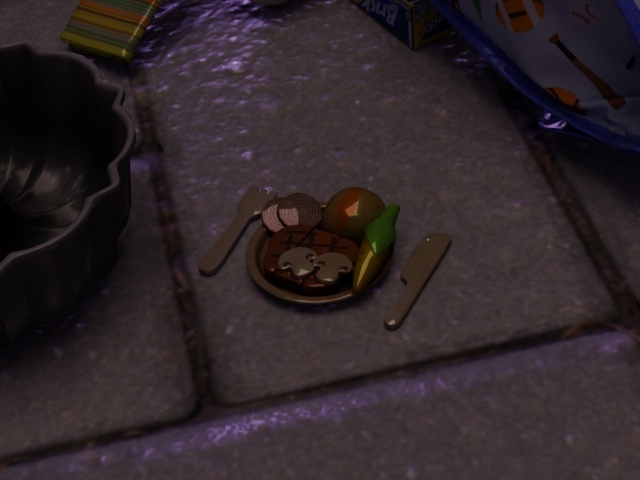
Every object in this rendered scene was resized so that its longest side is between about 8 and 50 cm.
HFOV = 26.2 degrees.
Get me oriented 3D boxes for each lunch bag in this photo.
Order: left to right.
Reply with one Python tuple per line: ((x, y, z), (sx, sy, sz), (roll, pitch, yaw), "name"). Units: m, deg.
((0.294, -0.263, 1.237), (0.327, 0.239, 0.385), (-28, 59, -24), "lunch bag")

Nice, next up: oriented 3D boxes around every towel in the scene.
((-0.171, -0.288, 1.400), (0.102, 0.021, 0.237), (22, 77, 36), "towel")

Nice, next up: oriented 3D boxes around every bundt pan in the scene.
((-0.306, -0.026, 1.144), (0.330, 0.124, 0.331), (-4, 43, 4), "bundt pan")

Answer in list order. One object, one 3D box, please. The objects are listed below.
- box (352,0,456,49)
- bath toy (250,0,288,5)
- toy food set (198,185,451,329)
((0.070, -0.263, 1.405), (0.059, 0.054, 0.169), (-25, 45, -20), "box")
((-0.056, -0.400, 1.487), (0.129, 0.151, 0.348), (-31, 40, 23), "bath toy")
((0.000, 0.000, 1.139), (0.192, 0.039, 0.132), (14, 46, 21), "toy food set")
